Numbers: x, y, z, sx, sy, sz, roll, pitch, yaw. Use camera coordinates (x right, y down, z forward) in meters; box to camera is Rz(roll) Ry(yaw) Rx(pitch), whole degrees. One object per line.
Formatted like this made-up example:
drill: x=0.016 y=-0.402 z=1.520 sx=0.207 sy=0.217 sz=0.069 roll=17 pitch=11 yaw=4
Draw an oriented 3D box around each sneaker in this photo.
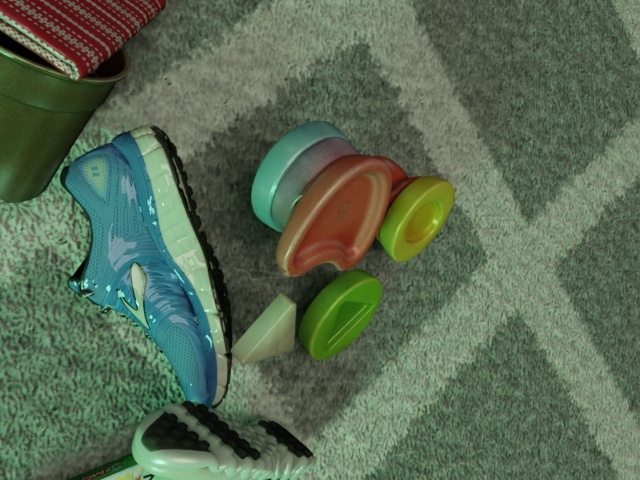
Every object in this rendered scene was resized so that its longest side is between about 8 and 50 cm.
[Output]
sneaker: x=-0.190 y=0.046 z=0.685 sx=0.147 sy=0.130 sz=0.330 roll=-17 pitch=105 yaw=-2
sneaker: x=-0.106 y=0.255 z=0.666 sx=0.118 sy=0.110 sz=0.292 roll=-54 pitch=147 yaw=-5

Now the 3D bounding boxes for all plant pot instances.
plant pot: x=-0.292 y=-0.136 z=0.577 sx=0.167 sy=0.167 sz=0.165 roll=25 pitch=120 yaw=-24

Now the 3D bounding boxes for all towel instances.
towel: x=-0.262 y=-0.253 z=0.574 sx=0.198 sy=0.275 sz=0.031 roll=34 pitch=118 yaw=-18

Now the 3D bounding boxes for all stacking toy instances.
stacking toy: x=0.000 y=0.000 z=0.743 sx=0.280 sy=0.130 sz=0.309 roll=-58 pitch=151 yaw=13

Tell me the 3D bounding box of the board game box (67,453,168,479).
board game box: x=-0.222 y=0.415 z=0.698 sx=0.213 sy=0.046 sz=0.317 roll=-17 pitch=97 yaw=-25
